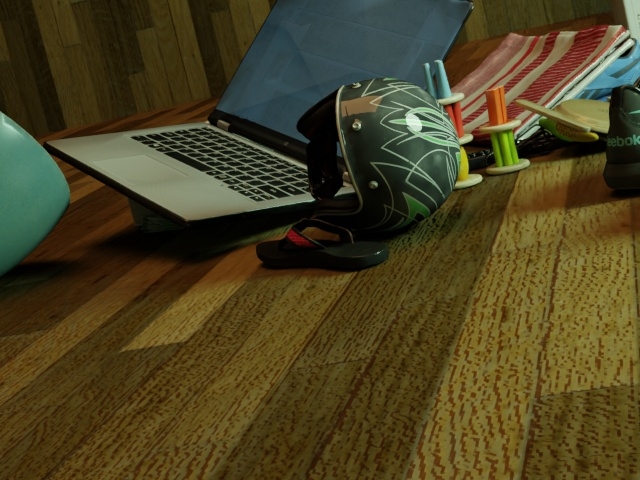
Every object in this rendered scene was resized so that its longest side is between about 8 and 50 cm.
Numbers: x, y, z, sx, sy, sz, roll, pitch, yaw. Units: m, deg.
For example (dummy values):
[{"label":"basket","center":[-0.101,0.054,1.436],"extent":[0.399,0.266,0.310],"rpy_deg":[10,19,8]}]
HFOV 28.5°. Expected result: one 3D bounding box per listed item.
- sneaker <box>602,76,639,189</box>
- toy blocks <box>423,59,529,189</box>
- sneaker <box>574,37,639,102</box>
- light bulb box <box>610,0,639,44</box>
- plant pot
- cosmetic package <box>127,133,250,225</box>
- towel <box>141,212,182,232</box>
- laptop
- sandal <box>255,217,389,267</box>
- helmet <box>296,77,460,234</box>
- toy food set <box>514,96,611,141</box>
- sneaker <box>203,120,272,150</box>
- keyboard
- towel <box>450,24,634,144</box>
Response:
[{"label":"sneaker","center":[0.383,-0.130,1.279],"extent":[0.267,0.106,0.101],"rpy_deg":[-21,13,-40]},{"label":"toy blocks","center":[0.178,-0.145,1.474],"extent":[0.123,0.148,0.054],"rpy_deg":[-19,13,-23]},{"label":"sneaker","center":[0.368,-0.225,1.774],"extent":[0.209,0.082,0.069],"rpy_deg":[-24,30,-18]},{"label":"light bulb box","center":[0.649,-0.503,2.066],"extent":[0.360,0.358,0.225],"rpy_deg":[-11,-2,10]},{"label":"plant pot","center":[-0.473,-0.035,1.499],"extent":[0.290,0.290,0.195],"rpy_deg":[-3,51,41]},{"label":"cosmetic package","center":[-0.185,-0.101,1.809],"extent":[0.060,0.099,0.239],"rpy_deg":[-5,13,34]},{"label":"towel","center":[-0.149,-0.040,1.662],"extent":[0.152,0.023,0.113],"rpy_deg":[-5,15,34]},{"label":"laptop","center":[-0.089,-0.202,1.593],"extent":[0.407,0.236,0.382],"rpy_deg":[-11,23,-34]},{"label":"sandal","center":[0.000,0.000,1.246],"extent":[0.067,0.040,0.179],"rpy_deg":[-22,14,-35]},{"label":"helmet","center":[0.062,-0.087,1.284],"extent":[0.169,0.169,0.161],"rpy_deg":[-24,-3,-43]},{"label":"toy food set","center":[0.336,-0.139,1.516],"extent":[0.192,0.039,0.132],"rpy_deg":[-7,25,-35]},{"label":"sneaker","center":[-0.134,-0.171,2.105],"extent":[0.292,0.108,0.169],"rpy_deg":[-25,14,-6]},{"label":"keyboard","center":[0.251,-0.125,1.579],"extent":[0.192,0.038,0.100],"rpy_deg":[-15,12,-5]},{"label":"towel","center":[0.275,-0.222,1.804],"extent":[0.237,0.037,0.329],"rpy_deg":[-42,18,-11]}]
